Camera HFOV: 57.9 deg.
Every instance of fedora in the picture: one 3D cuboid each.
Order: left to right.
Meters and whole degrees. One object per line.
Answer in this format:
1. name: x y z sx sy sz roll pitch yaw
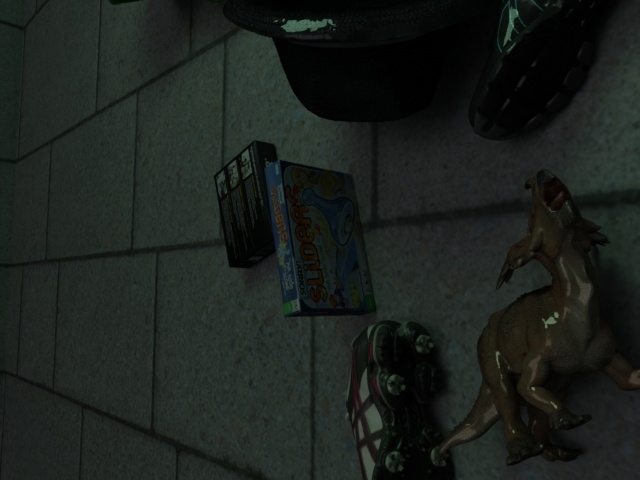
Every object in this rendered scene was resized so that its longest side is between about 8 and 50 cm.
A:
1. fedora: 0.047 -0.240 0.698 0.334 0.334 0.153 37 146 44

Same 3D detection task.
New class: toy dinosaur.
1. toy dinosaur: 0.203 0.090 0.553 0.296 0.127 0.200 -61 38 41

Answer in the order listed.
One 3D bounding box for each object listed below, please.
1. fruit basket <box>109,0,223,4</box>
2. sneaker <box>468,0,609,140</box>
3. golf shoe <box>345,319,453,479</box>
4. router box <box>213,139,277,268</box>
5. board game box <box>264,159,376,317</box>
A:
1. fruit basket: -0.272 -0.605 1.106 0.392 0.283 0.392 8 119 14
2. sneaker: 0.229 -0.229 0.587 0.267 0.101 0.106 -62 28 21
3. golf shoe: 0.086 0.235 0.697 0.120 0.105 0.273 157 117 -62
4. router box: -0.117 -0.058 0.976 0.133 0.046 0.179 -30 65 42
5. board game box: 0.000 0.000 0.771 0.035 0.136 0.201 -25 69 44
